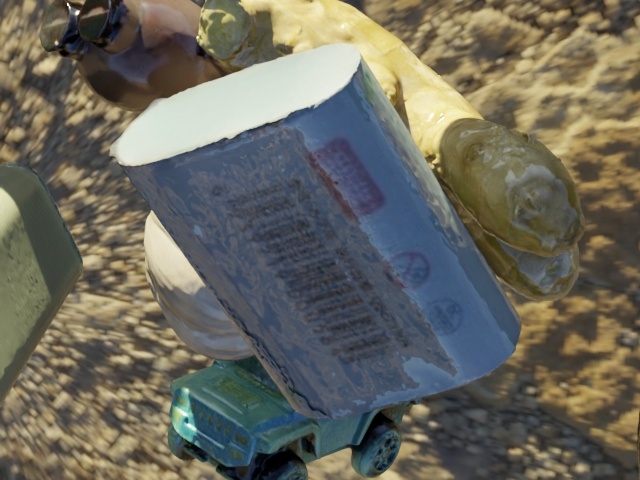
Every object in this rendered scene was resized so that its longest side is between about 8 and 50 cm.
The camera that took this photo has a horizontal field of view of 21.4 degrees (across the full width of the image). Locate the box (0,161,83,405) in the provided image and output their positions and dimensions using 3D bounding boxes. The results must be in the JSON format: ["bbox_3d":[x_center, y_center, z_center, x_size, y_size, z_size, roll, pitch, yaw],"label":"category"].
[{"bbox_3d":[-0.448,0.093,1.659,0.352,0.344,0.177,-15,114,21],"label":"box"}]

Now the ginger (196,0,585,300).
[{"bbox_3d":[0.084,-0.092,1.413,0.348,0.363,0.122,42,99,12],"label":"ginger"}]

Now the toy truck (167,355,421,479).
[{"bbox_3d":[-0.023,0.165,1.743,0.279,0.155,0.156,-13,122,-48],"label":"toy truck"}]

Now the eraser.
[{"bbox_3d":[0.000,0.000,1.051,0.227,0.174,0.081,56,34,-31],"label":"eraser"}]

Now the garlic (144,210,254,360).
[{"bbox_3d":[-0.078,-0.008,1.516,0.152,0.228,0.228,20,84,-5],"label":"garlic"}]

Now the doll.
[{"bbox_3d":[-0.132,-0.163,1.595,0.257,0.182,0.117,29,68,-42],"label":"doll"}]

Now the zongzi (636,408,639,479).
[{"bbox_3d":[0.291,0.096,1.113,0.145,0.300,0.274,16,98,5],"label":"zongzi"}]
